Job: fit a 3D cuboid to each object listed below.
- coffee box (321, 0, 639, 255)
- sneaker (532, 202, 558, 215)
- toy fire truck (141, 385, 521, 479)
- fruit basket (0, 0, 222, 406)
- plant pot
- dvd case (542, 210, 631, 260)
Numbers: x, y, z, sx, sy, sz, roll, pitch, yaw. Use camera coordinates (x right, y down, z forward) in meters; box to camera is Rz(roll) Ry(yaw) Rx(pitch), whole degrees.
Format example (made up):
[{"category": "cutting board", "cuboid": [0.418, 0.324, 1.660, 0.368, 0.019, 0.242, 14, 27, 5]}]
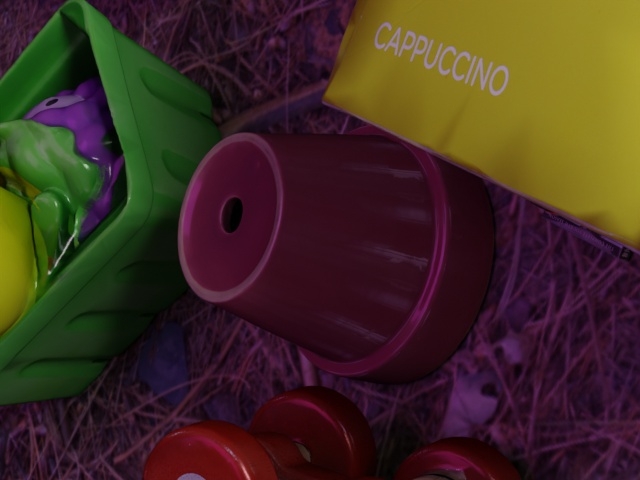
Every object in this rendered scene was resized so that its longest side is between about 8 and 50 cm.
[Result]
[{"category": "coffee box", "cuboid": [0.258, -0.143, 1.051, 0.337, 0.334, 0.338, 32, 101, 58]}, {"category": "sneaker", "cuboid": [0.137, -0.071, 1.415, 0.061, 0.065, 0.158, -62, 31, 20]}, {"category": "toy fire truck", "cuboid": [0.002, 0.257, 1.383, 0.302, 0.169, 0.254, 17, 106, 29]}, {"category": "fruit basket", "cuboid": [-0.298, -0.012, 1.707, 0.392, 0.392, 0.283, -43, 49, 34]}, {"category": "plant pot", "cuboid": [0.000, 0.000, 1.484, 0.201, 0.180, 0.201, -18, 67, 47]}, {"category": "dvd case", "cuboid": [0.208, -0.056, 1.379, 0.087, 0.013, 0.119, 34, 107, 50]}]
